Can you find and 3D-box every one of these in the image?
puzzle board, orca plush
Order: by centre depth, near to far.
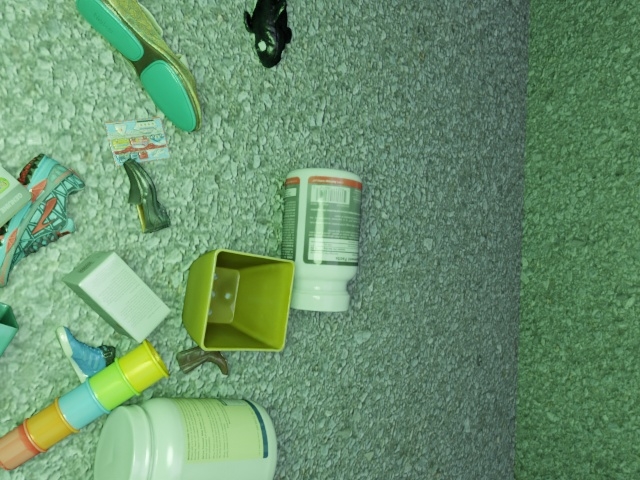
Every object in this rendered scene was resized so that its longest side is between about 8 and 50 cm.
[{"bbox_3d":[-0.403,-0.221,1.041,0.128,0.011,0.096,-20,104,-39],"label":"puzzle board"},{"bbox_3d":[-0.104,-0.607,1.232,0.151,0.102,0.286,26,74,-38],"label":"orca plush"}]

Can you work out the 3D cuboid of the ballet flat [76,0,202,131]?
[{"bbox_3d":[-0.359,-0.402,1.016,0.348,0.123,0.123,51,60,-29],"label":"ballet flat"}]

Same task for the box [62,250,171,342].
[{"bbox_3d":[-0.415,0.112,0.957,0.091,0.130,0.170,-51,122,-29],"label":"box"}]

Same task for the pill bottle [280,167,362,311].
[{"bbox_3d":[0.000,0.000,1.262,0.210,0.210,0.362,5,88,-41],"label":"pill bottle"}]

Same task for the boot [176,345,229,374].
[{"bbox_3d":[-0.286,0.300,1.132,0.114,0.037,0.106,-23,92,-42],"label":"boot"}]

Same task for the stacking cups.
[{"bbox_3d":[-0.454,0.323,0.907,0.316,0.096,0.096,-35,114,-17],"label":"stacking cups"}]

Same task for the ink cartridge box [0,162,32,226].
[{"bbox_3d":[-0.650,-0.054,0.677,0.271,0.130,0.309,51,37,-26],"label":"ink cartridge box"}]

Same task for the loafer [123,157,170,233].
[{"bbox_3d":[-0.391,-0.094,1.022,0.061,0.062,0.169,-33,110,-31],"label":"loafer"}]

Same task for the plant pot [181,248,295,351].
[{"bbox_3d":[-0.209,0.135,1.097,0.212,0.187,0.212,12,83,-40],"label":"plant pot"}]

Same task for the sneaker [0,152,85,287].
[{"bbox_3d":[-0.527,-0.026,0.877,0.125,0.104,0.261,30,71,-39],"label":"sneaker"}]

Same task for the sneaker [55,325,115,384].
[{"bbox_3d":[-0.470,0.224,0.956,0.085,0.058,0.152,-29,113,-31],"label":"sneaker"}]

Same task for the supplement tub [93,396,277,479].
[{"bbox_3d":[-0.283,0.461,1.007,0.325,0.236,0.235,18,79,-40],"label":"supplement tub"}]

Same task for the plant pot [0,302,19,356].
[{"bbox_3d":[-0.640,0.201,0.752,0.166,0.166,0.234,32,78,-37],"label":"plant pot"}]
